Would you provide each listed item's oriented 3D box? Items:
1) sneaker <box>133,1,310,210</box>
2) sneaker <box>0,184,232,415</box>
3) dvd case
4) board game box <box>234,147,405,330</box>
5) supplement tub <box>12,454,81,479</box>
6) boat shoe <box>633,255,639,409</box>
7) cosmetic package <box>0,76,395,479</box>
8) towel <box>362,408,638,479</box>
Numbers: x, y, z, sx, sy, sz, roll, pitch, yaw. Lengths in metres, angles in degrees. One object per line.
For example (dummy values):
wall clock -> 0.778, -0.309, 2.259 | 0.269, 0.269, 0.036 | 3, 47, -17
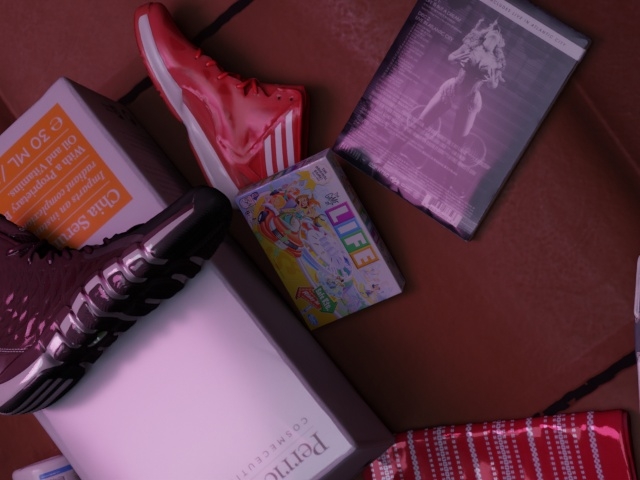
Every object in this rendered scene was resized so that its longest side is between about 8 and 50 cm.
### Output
sneaker -> -0.084, -0.152, 1.551 | 0.128, 0.087, 0.221 | -27, 97, 12
sneaker -> -0.222, 0.012, 1.400 | 0.281, 0.106, 0.162 | -42, 72, 8
dvd case -> 0.130, -0.135, 1.495 | 0.164, 0.018, 0.221 | 35, 106, 16
board game box -> 0.000, 0.000, 1.521 | 0.103, 0.026, 0.154 | -24, 106, 20
supplement tub -> -0.273, 0.280, 1.650 | 0.071, 0.071, 0.107 | -18, 88, 21
boat shoe -> 0.338, 0.131, 1.405 | 0.116, 0.099, 0.320 | -8, 95, -5
cosmetic package -> -0.167, 0.091, 1.513 | 0.230, 0.161, 0.453 | -42, 76, 8
towel -> 0.176, 0.269, 1.503 | 0.274, 0.031, 0.199 | -9, 90, 21
